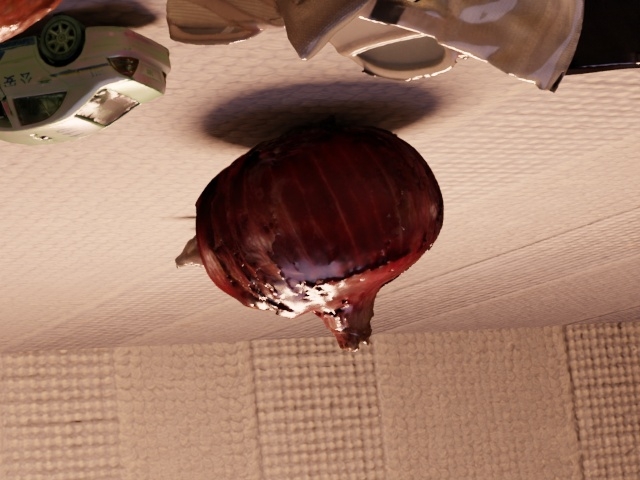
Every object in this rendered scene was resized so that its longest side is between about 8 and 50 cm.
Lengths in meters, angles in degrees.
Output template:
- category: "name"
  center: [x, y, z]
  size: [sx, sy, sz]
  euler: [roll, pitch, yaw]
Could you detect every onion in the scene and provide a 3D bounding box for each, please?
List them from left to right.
- category: "onion"
  center: [0.000, 0.000, 1.559]
  size: [0.252, 0.219, 0.252]
  euler: [-12, 178, 0]

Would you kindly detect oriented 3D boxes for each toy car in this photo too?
- category: "toy car"
  center: [-0.222, -0.109, 1.199]
  size: [0.224, 0.076, 0.090]
  euler: [-9, 171, 18]

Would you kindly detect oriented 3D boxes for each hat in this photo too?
- category: "hat"
  center: [0.032, -0.169, 1.017]
  size: [0.219, 0.164, 0.226]
  euler: [3, -154, -45]

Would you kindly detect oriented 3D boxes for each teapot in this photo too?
- category: "teapot"
  center: [0.186, -0.156, 1.151]
  size: [0.177, 0.087, 0.096]
  euler: [-6, 175, -2]

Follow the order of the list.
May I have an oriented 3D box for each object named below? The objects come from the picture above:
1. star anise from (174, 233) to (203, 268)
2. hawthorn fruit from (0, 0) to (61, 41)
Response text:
- category: "star anise"
  center: [-0.080, -0.002, 1.976]
  size: [0.195, 0.065, 0.182]
  euler: [-18, 170, 35]
- category: "hawthorn fruit"
  center: [-0.131, -0.159, 0.764]
  size: [0.285, 0.165, 0.165]
  euler: [-7, 172, -30]
